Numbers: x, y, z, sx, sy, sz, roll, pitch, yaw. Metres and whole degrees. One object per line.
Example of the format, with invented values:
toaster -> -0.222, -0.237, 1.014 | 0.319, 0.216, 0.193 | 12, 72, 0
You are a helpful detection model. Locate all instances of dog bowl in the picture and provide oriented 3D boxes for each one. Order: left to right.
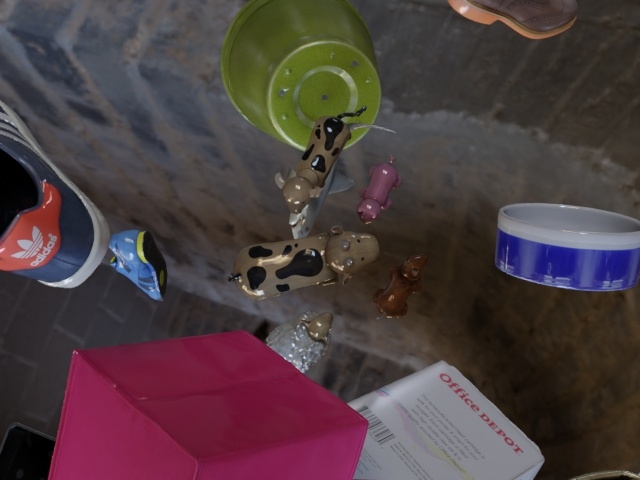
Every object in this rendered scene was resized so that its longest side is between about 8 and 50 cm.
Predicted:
dog bowl -> 0.456, 0.007, 1.551 | 0.265, 0.265, 0.104 | -41, 136, -71

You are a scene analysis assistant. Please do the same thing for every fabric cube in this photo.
fabric cube -> -0.145, 0.280, 1.007 | 0.258, 0.259, 0.254 | -1, 113, -46

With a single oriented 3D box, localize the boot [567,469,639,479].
boot -> 0.377, 0.324, 0.984 | 0.165, 0.213, 0.077 | 78, 19, -59

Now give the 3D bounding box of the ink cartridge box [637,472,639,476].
ink cartridge box -> 0.799, 0.618, 1.843 | 0.100, 0.237, 0.172 | -30, 137, -2

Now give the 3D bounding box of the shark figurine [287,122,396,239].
shark figurine -> 0.030, -0.136, 1.589 | 0.278, 0.116, 0.166 | -58, -150, 28

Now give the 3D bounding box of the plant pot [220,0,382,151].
plant pot -> -0.022, -0.353, 1.839 | 0.353, 0.366, 0.366 | -115, -144, -65

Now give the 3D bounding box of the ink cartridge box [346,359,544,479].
ink cartridge box -> 0.134, 0.329, 1.215 | 0.306, 0.226, 0.131 | -13, 136, -39

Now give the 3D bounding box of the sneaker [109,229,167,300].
sneaker -> -0.344, 0.047, 1.591 | 0.209, 0.082, 0.069 | 79, 11, -57

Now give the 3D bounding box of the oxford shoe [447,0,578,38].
oxford shoe -> 0.429, -0.512, 1.742 | 0.364, 0.130, 0.133 | -4, 153, -37

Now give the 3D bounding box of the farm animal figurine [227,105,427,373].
farm animal figurine -> 0.000, 0.000, 1.290 | 0.327, 0.330, 0.172 | -30, 176, 5

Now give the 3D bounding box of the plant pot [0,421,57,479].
plant pot -> -0.360, 0.386, 1.213 | 0.167, 0.188, 0.187 | 45, 61, -65

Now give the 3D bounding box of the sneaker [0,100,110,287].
sneaker -> -0.374, -0.086, 0.879 | 0.131, 0.350, 0.148 | -57, 157, 2
